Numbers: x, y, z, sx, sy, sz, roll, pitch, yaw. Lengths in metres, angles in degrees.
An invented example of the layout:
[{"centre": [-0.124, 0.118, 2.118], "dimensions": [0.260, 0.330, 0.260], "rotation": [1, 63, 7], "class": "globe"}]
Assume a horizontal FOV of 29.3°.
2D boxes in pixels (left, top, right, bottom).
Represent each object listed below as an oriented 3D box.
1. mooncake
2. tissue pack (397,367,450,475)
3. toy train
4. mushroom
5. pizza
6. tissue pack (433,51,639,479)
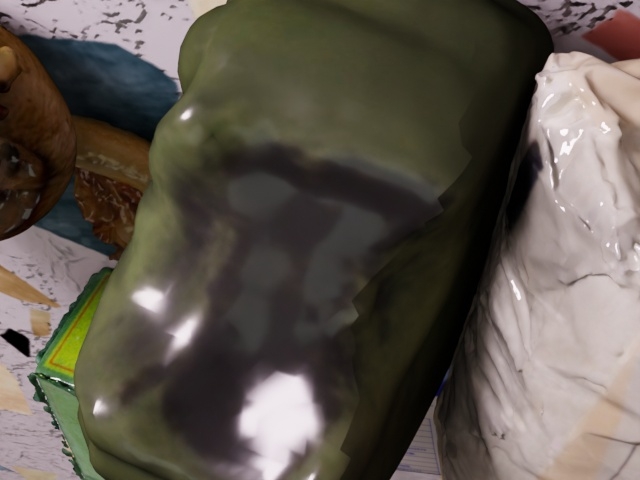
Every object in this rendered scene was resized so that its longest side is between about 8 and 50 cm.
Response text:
[{"centre": [0.000, 0.000, 0.724], "dimensions": [0.187, 0.351, 0.351], "rotation": [21, 147, 14], "class": "mooncake"}, {"centre": [0.096, 0.097, 0.990], "dimensions": [0.270, 0.137, 0.209], "rotation": [3, 143, 14], "class": "tissue pack"}, {"centre": [-0.151, 0.151, 1.156], "dimensions": [0.188, 0.159, 0.271], "rotation": [17, 147, 17], "class": "toy train"}, {"centre": [-0.302, -0.084, 0.849], "dimensions": [0.263, 0.195, 0.283], "rotation": [34, 159, -35], "class": "mushroom"}, {"centre": [-0.119, -0.006, 1.001], "dimensions": [0.134, 0.056, 0.271], "rotation": [-14, 134, 25], "class": "pizza"}, {"centre": [0.264, 0.044, 0.717], "dimensions": [0.376, 0.195, 0.390], "rotation": [-6, 141, -19], "class": "tissue pack"}]
